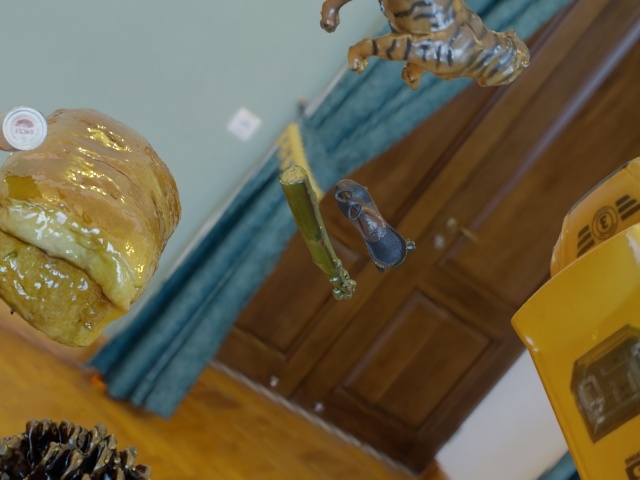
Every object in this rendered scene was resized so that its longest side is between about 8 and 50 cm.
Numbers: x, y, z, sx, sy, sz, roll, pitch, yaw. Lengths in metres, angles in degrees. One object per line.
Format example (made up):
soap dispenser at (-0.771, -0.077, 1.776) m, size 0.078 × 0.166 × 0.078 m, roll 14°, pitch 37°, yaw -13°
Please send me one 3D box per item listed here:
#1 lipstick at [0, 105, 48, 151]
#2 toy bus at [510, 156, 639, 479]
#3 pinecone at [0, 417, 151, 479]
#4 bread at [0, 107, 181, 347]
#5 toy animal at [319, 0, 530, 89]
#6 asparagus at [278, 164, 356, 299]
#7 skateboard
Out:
lipstick at (-0.268, -0.098, 1.068) m, size 0.038 × 0.038 × 0.131 m, roll 34°, pitch -9°, yaw -19°
toy bus at (0.105, 0.046, 0.333) m, size 0.074 × 0.069 × 0.162 m, roll 5°, pitch 54°, yaw -37°
pinecone at (-0.351, 0.355, 1.652) m, size 0.257 × 0.243 × 0.243 m, roll 33°, pitch 11°, yaw 11°
bread at (-0.245, -0.034, 1.261) m, size 0.195 × 0.149 × 0.344 m, roll 42°, pitch 15°, yaw -15°
toy animal at (0.061, -0.223, 0.955) m, size 0.114 × 0.116 × 0.255 m, roll -40°, pitch 107°, yaw -55°
asparagus at (0.000, 0.000, 0.659) m, size 0.015 × 0.018 × 0.127 m, roll 46°, pitch -11°, yaw 32°
skateboard at (0.068, -0.025, 1.749) m, size 0.151 × 0.067 × 0.080 m, roll 53°, pitch 9°, yaw 4°
